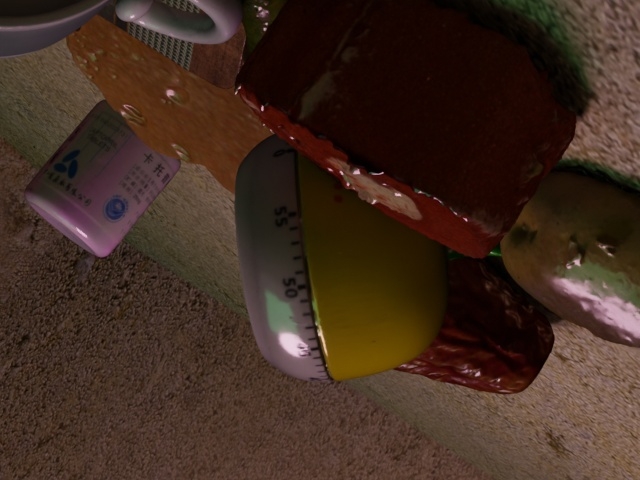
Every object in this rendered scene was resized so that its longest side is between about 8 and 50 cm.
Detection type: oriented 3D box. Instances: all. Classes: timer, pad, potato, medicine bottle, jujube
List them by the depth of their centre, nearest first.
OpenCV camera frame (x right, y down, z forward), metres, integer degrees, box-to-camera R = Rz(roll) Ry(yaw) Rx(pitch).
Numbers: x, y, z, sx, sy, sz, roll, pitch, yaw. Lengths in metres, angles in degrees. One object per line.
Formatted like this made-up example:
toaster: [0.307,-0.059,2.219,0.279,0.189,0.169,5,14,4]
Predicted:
potato: [0.238,0.013,0.985,0.138,0.098,0.243,46,164,-26]
timer: [0.065,0.004,1.137,0.285,0.285,0.285,36,167,9]
pad: [-0.211,-0.205,1.224,0.250,0.055,0.323,31,126,8]
jujube: [0.148,0.091,1.343,0.255,0.190,0.190,31,168,-4]
medicine bottle: [-0.282,-0.114,1.592,0.152,0.254,0.152,37,169,9]

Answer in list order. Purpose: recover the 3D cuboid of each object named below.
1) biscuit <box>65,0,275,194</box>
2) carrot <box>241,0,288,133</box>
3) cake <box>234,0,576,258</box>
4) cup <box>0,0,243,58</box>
biscuit: [-0.161,-0.189,1.306,0.376,0.051,0.269,46,145,-20]
carrot: [-0.040,-0.199,1.059,0.074,0.074,0.358,34,164,18]
cake: [0.067,-0.105,0.925,0.283,0.150,0.177,30,177,31]
cup: [-0.235,-0.265,0.970,0.357,0.259,0.274,28,173,-19]
